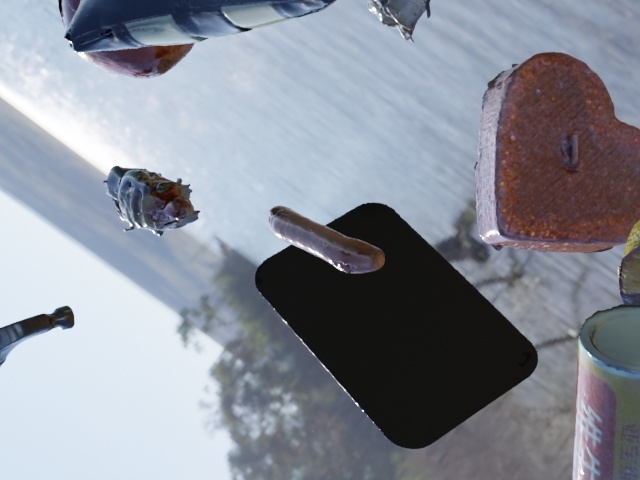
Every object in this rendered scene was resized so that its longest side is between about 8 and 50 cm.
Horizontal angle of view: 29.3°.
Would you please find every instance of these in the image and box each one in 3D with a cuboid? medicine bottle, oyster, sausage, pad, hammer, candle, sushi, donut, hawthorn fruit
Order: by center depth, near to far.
[{"bbox_3d":[0.241,0.255,0.969,0.108,0.108,0.426,32,134,50],"label":"medicine bottle"},{"bbox_3d":[-0.285,0.105,1.053,0.201,0.078,0.021,-35,76,47],"label":"hammer"},{"bbox_3d":[0.000,0.000,1.380,0.186,0.043,0.043,25,169,47],"label":"sausage"},{"bbox_3d":[0.454,0.026,1.569,0.141,0.085,0.217,-2,139,15],"label":"donut"},{"bbox_3d":[0.071,0.136,1.679,0.375,0.315,0.063,47,155,32],"label":"pad"},{"bbox_3d":[-0.262,-0.328,1.741,0.211,0.211,0.299,37,178,-4],"label":"hawthorn fruit"},{"bbox_3d":[0.345,-0.106,1.785,0.317,0.287,0.131,50,168,-2],"label":"candle"},{"bbox_3d":[-0.252,-0.055,1.856,0.103,0.097,0.226,5,-170,-34],"label":"sushi"},{"bbox_3d":[0.128,-0.480,2.108,0.337,0.133,0.198,71,-178,-68],"label":"oyster"}]

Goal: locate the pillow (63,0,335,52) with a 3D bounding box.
[{"bbox_3d":[-0.069,-0.228,0.961,0.249,0.186,0.106,-5,135,28],"label":"pillow"}]
